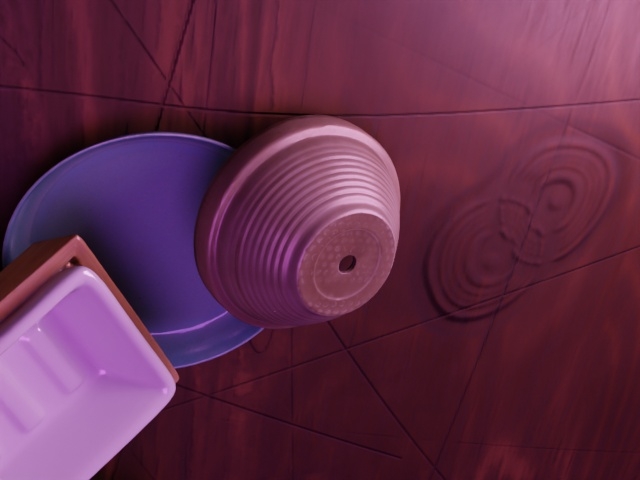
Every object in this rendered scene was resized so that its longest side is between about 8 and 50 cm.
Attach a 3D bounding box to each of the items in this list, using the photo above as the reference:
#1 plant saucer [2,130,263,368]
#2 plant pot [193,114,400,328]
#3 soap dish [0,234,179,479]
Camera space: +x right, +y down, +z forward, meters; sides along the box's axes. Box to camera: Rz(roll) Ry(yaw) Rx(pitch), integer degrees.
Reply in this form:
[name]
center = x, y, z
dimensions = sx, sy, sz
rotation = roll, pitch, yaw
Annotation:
[plant saucer]
center = -0.176, 0.010, 1.282
dimensions = 0.317, 0.044, 0.318
rotation = -6, 128, -7
[plant pot]
center = 0.000, 0.000, 1.219
dimensions = 0.237, 0.109, 0.237
rotation = -18, 125, -28
[soap dish]
center = -0.307, 0.159, 1.202
dimensions = 0.291, 0.118, 0.229
rotation = -44, 131, -18
